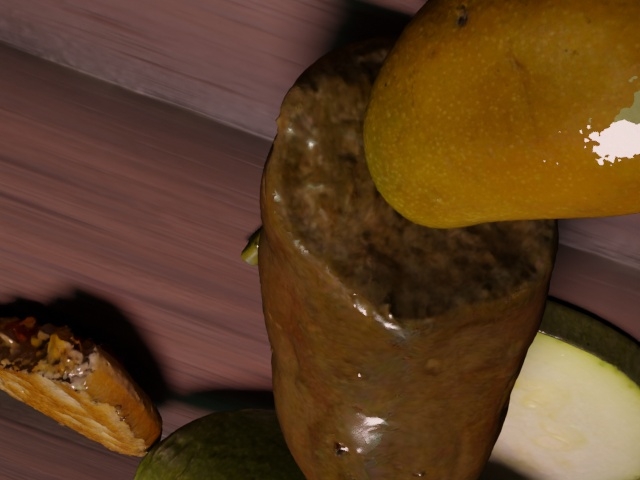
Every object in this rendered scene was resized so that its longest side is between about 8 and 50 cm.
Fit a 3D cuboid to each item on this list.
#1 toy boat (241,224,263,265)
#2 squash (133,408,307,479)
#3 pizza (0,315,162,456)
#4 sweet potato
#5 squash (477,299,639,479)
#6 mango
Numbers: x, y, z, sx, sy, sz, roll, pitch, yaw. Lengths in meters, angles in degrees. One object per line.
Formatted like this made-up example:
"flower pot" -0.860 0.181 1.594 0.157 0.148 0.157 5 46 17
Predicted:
"toy boat" 0.000 0.000 1.080 0.063 0.016 0.115 28 150 -12
"squash" 0.025 0.196 1.250 0.203 0.111 0.288 18 -173 -34
"pizza" -0.206 0.088 1.315 0.199 0.062 0.188 21 159 14
"sweet potato" 0.040 0.051 0.994 0.158 0.158 0.370 15 142 8
"squash" 0.121 0.096 1.152 0.219 0.041 0.219 14 145 10
"mango" 0.109 -0.071 0.785 0.227 0.099 0.136 -21 102 36
